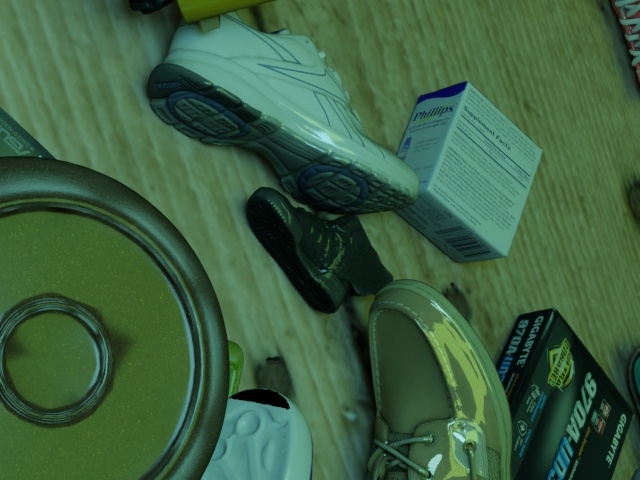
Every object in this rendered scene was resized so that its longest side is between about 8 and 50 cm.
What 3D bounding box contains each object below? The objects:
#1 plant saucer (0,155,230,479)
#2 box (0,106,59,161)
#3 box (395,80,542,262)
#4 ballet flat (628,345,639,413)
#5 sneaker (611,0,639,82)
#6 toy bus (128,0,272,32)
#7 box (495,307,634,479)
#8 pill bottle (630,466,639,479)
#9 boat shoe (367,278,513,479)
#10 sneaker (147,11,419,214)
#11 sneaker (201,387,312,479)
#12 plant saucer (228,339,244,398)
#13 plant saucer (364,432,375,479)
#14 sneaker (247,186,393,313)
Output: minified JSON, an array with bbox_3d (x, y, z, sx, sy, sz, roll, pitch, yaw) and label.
[{"bbox_3d":[-0.197,0.087,0.976,0.310,0.050,0.311,6,79,-29],"label":"plant saucer"},{"bbox_3d":[-0.228,0.039,1.030,0.232,0.059,0.183,43,62,-14],"label":"box"},{"bbox_3d":[0.146,-0.068,1.395,0.126,0.072,0.137,38,61,-29],"label":"box"},{"bbox_3d":[0.432,0.260,1.572,0.106,0.107,0.316,-13,93,-69],"label":"ballet flat"},{"bbox_3d":[0.416,-0.244,1.630,0.314,0.116,0.136,44,58,-26],"label":"sneaker"},{"bbox_3d":[-0.100,-0.230,1.140,0.191,0.202,0.104,-36,121,-35],"label":"toy bus"},{"bbox_3d":[0.237,0.208,1.426,0.175,0.051,0.220,51,48,-23],"label":"box"},{"bbox_3d":[0.334,0.419,1.372,0.210,0.210,0.363,43,60,-27],"label":"pill bottle"},{"bbox_3d":[0.108,0.205,1.260,0.110,0.121,0.341,-26,101,-41],"label":"boat shoe"},{"bbox_3d":[-0.014,-0.120,1.248,0.297,0.111,0.129,33,58,-33],"label":"sneaker"},{"bbox_3d":[-0.050,0.305,1.118,0.236,0.130,0.323,43,60,-52],"label":"sneaker"},{"bbox_3d":[-0.142,0.148,1.128,0.188,0.045,0.188,24,67,-36],"label":"plant saucer"},{"bbox_3d":[0.117,0.242,1.354,0.192,0.018,0.067,27,66,-34],"label":"plant saucer"},{"bbox_3d":[0.002,0.000,1.277,0.089,0.051,0.170,-50,119,-34],"label":"sneaker"}]
